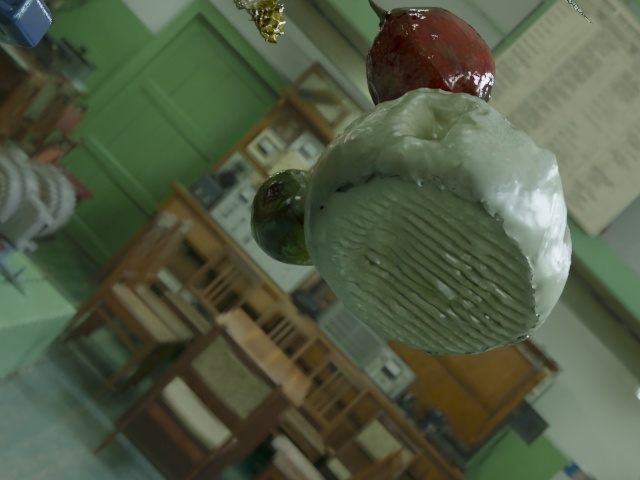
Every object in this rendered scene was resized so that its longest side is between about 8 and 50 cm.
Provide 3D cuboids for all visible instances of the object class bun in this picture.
[{"bbox_3d":[0.149,-0.030,1.447,0.359,0.211,0.360,17,-41,16],"label":"bun"}]

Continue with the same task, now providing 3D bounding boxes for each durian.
[{"bbox_3d":[-0.124,-0.482,2.363,0.140,0.078,0.224,39,17,-48],"label":"durian"}]

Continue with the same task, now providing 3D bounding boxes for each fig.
[{"bbox_3d":[0.000,0.000,1.906,0.259,0.151,0.151,43,3,-33],"label":"fig"}]

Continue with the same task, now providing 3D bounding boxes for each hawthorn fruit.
[{"bbox_3d":[0.149,-0.259,1.774,0.251,0.189,0.189,54,2,4],"label":"hawthorn fruit"}]

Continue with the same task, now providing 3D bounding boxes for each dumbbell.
[{"bbox_3d":[-0.410,-0.448,1.774,0.144,0.325,0.160,27,-13,19],"label":"dumbbell"}]

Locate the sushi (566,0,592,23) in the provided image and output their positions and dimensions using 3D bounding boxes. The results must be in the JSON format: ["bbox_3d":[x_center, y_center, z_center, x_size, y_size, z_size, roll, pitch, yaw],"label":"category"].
[{"bbox_3d":[0.405,-0.623,2.349,0.373,0.100,0.296,51,15,32],"label":"sushi"}]
